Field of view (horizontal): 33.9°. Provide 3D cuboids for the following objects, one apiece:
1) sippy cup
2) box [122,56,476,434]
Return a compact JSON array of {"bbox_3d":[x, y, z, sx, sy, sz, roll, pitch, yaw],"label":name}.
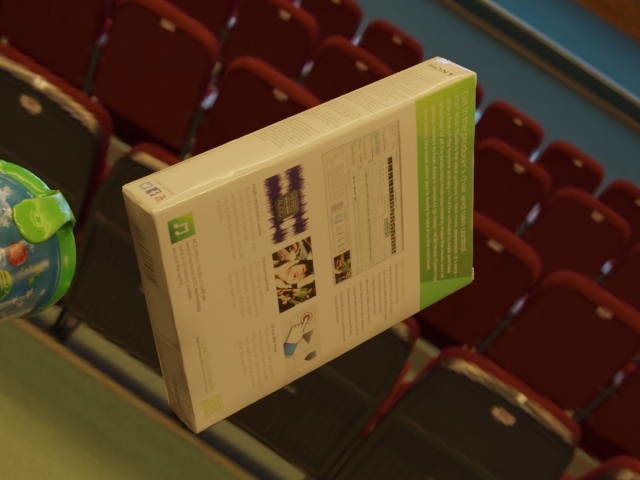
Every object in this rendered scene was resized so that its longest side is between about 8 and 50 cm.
[{"bbox_3d":[-0.490,0.029,1.419,0.240,0.305,0.224,32,27,11],"label":"sippy cup"},{"bbox_3d":[0.000,0.000,0.907,0.322,0.232,0.058,-25,40,-26],"label":"box"}]
